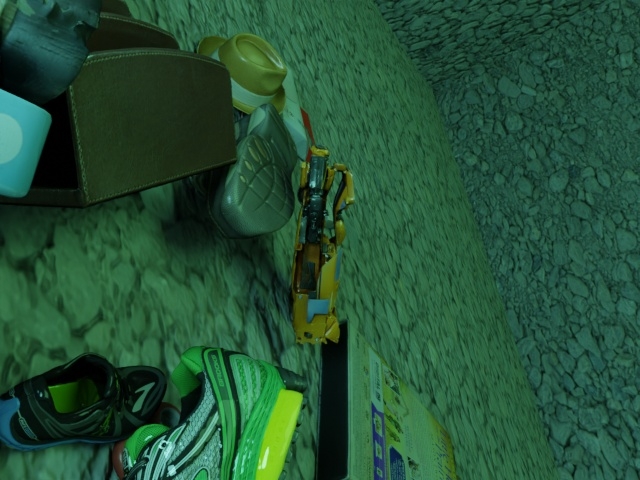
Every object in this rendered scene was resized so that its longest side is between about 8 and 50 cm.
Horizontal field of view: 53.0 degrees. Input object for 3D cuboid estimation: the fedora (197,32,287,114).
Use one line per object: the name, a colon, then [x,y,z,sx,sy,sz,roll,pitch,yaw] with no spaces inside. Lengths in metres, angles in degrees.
fedora: [-0.125,-0.313,1.162,0.194,0.079,0.194,26,45,-30]

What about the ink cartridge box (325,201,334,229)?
ink cartridge box: [0.010,-0.055,1.335,0.083,0.028,0.048,15,54,-62]

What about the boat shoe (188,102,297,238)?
boat shoe: [-0.118,-0.090,0.949,0.132,0.130,0.355,61,16,-21]

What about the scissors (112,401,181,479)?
scissors: [-0.129,0.312,0.649,0.297,0.021,0.109,67,22,5]

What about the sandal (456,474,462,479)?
sandal: [0.278,0.523,1.322,0.180,0.049,0.072,3,65,-66]

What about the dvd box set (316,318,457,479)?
dvd box set: [0.132,0.377,1.125,0.420,0.062,0.307,50,26,-33]

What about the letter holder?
letter holder: [-0.220,-0.167,0.658,0.302,0.152,0.214,-38,129,-68]

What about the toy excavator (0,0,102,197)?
toy excavator: [-0.272,0.008,0.315,0.222,0.433,0.444,19,87,-60]

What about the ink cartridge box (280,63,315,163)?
ink cartridge box: [-0.051,-0.271,1.385,0.232,0.066,0.189,28,43,-51]

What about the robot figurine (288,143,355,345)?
robot figurine: [0.000,0.000,0.985,0.211,0.085,0.290,-101,-164,-81]

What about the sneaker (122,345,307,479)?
sneaker: [-0.128,0.255,0.579,0.146,0.134,0.343,25,50,-12]

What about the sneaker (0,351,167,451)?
sneaker: [-0.199,0.142,0.581,0.067,0.078,0.188,59,18,19]

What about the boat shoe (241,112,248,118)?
boat shoe: [-0.119,-0.238,1.208,0.049,0.043,0.137,44,31,-47]
